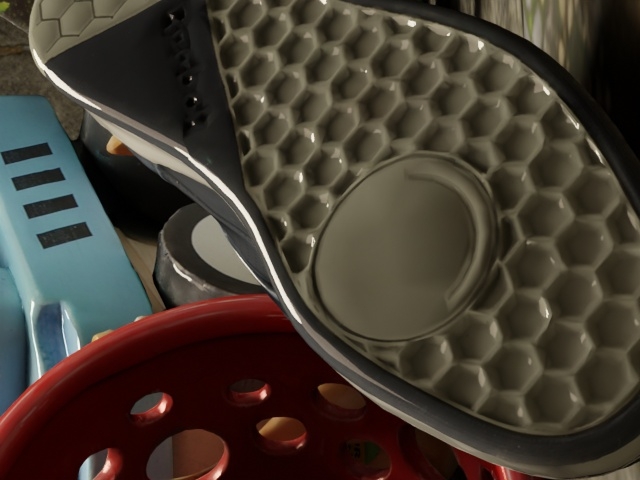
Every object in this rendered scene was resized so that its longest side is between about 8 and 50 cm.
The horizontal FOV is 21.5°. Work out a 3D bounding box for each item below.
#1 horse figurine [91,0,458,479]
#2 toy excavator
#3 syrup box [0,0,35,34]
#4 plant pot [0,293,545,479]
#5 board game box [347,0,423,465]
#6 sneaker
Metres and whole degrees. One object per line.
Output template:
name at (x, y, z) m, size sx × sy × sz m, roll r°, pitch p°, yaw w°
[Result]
horse figurine at (0.000, 0.000, 0.662) m, size 0.066 × 0.174 × 0.263 m, roll 30°, pitch 118°, yaw 59°
toy excavator at (-0.242, 0.030, 0.849) m, size 0.433 × 0.445 × 0.222 m, roll -126°, pitch 40°, yaw -53°
syrup box at (-0.067, -0.114, 0.735) m, size 0.093 × 0.237 × 0.096 m, roll -55°, pitch 7°, yaw 12°
plant pot at (-0.016, 0.140, 0.572) m, size 0.174 × 0.191 × 0.191 m, roll 80°, pitch -177°, yaw -47°
board game box at (-0.003, -0.032, 0.909) m, size 0.213 × 0.046 × 0.317 m, roll 175°, pitch 92°, yaw -69°
sneaker at (0.035, 0.005, 0.450) m, size 0.226 × 0.086 × 0.163 m, roll 41°, pitch 178°, yaw 43°
